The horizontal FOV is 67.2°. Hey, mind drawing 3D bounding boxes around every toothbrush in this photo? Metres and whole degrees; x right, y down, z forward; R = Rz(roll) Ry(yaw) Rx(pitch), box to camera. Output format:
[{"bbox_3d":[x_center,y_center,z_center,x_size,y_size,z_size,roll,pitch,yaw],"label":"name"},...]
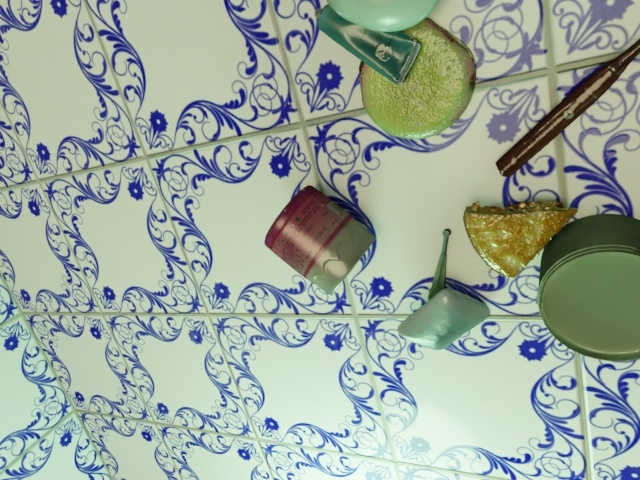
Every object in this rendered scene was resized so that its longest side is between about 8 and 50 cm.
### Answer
[{"bbox_3d":[0.440,-0.239,0.806,0.041,0.041,0.364,43,126,1],"label":"toothbrush"}]

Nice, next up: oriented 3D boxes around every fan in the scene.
[{"bbox_3d":[0.266,0.062,1.066,0.038,0.016,0.193,14,121,23],"label":"fan"}]

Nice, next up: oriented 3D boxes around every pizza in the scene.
[{"bbox_3d":[0.392,-0.027,0.932,0.198,0.062,0.188,-25,114,28],"label":"pizza"}]

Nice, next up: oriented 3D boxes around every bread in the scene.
[{"bbox_3d":[0.175,-0.302,0.914,0.228,0.033,0.229,12,119,23],"label":"bread"}]

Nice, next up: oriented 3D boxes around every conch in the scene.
[{"bbox_3d":[0.101,-0.456,0.821,0.221,0.121,0.185,11,78,15],"label":"conch"}]

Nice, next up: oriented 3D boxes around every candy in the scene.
[{"bbox_3d":[0.273,0.178,1.078,0.138,0.071,0.174,23,130,-22],"label":"candy"}]

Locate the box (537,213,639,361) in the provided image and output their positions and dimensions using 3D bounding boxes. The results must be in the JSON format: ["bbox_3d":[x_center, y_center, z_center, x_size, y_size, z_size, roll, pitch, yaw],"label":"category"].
[{"bbox_3d":[0.516,0.084,0.867,0.226,0.149,0.226,12,121,21],"label":"box"}]

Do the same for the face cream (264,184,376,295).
[{"bbox_3d":[0.000,0.000,1.074,0.195,0.175,0.175,38,126,7],"label":"face cream"}]

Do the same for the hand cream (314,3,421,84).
[{"bbox_3d":[0.078,-0.376,0.898,0.224,0.048,0.083,36,119,18],"label":"hand cream"}]
